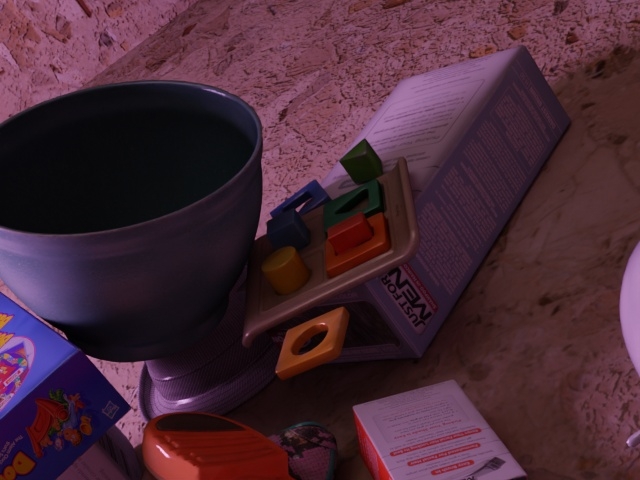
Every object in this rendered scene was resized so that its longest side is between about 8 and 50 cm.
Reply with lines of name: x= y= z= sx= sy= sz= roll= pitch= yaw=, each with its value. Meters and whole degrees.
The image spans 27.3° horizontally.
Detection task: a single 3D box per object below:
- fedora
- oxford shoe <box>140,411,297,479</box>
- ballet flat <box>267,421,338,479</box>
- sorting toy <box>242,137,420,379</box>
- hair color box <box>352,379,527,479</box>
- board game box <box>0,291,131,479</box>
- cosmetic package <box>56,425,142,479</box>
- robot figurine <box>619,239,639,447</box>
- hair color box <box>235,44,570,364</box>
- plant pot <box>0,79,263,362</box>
fedora: x=-0.134 y=0.074 z=1.477 sx=0.244 sy=0.124 sz=0.275 roll=-25 pitch=25 yaw=25
oxford shoe: x=-0.030 y=0.261 z=1.027 sx=0.130 sy=0.132 sz=0.364 roll=2 pitch=17 yaw=-33
ballet flat: x=-0.080 y=0.229 z=1.188 sx=0.222 sy=0.077 sz=0.079 roll=-23 pitch=46 yaw=28
sorting toy: x=0.000 y=0.000 z=1.244 sx=0.196 sy=0.047 sz=0.347 roll=-31 pitch=24 yaw=14
hair color box: x=0.091 y=0.175 z=1.027 sx=0.093 sy=0.053 sz=0.167 roll=-14 pitch=20 yaw=-8
board game box: x=-0.346 y=0.170 z=1.260 sx=0.233 sy=0.078 sz=0.347 roll=-43 pitch=25 yaw=-15
cosmetic package: x=-0.297 y=0.245 z=1.344 sx=0.184 sy=0.151 sz=0.151 roll=-36 pitch=24 yaw=-3
robot figurine: x=0.329 y=0.005 z=0.867 sx=0.353 sy=0.200 sz=0.300 roll=-49 pitch=6 yaw=-29
hair color box: x=0.095 y=-0.039 z=1.389 sx=0.185 sy=0.113 sz=0.374 roll=-10 pitch=34 yaw=47
plant pot: x=-0.190 y=-0.005 z=1.300 sx=0.293 sy=0.196 sz=0.293 roll=-5 pitch=33 yaw=3
